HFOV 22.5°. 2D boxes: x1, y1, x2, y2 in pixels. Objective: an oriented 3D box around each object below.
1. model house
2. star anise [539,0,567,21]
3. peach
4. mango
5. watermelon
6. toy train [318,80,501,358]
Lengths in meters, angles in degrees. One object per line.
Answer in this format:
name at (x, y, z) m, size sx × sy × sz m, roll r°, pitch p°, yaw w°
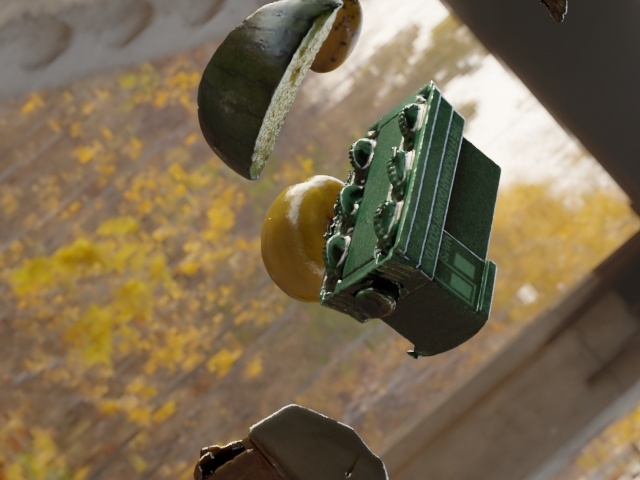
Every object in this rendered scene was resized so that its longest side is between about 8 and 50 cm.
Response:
model house at (-0.063, 0.358, 2.313) m, size 0.219 × 0.229 × 0.199 m, roll 57°, pitch 32°, yaw 1°
star anise at (0.240, -0.367, 1.866) m, size 0.288 × 0.088 × 0.288 m, roll 16°, pitch 44°, yaw -16°
peach at (0.000, 0.000, 2.163) m, size 0.103 × 0.179 × 0.179 m, roll -12°, pitch -54°, yaw 49°
mango at (0.014, -0.268, 2.054) m, size 0.079 × 0.114 × 0.057 m, roll 33°, pitch 18°, yaw 32°
watermelon at (-0.060, -0.137, 1.393) m, size 0.075 × 0.181 × 0.092 m, roll 30°, pitch 23°, yaw 10°
toy train at (0.110, -0.020, 1.807) m, size 0.178 × 0.138 × 0.330 m, roll 37°, pitch 42°, yaw -20°
